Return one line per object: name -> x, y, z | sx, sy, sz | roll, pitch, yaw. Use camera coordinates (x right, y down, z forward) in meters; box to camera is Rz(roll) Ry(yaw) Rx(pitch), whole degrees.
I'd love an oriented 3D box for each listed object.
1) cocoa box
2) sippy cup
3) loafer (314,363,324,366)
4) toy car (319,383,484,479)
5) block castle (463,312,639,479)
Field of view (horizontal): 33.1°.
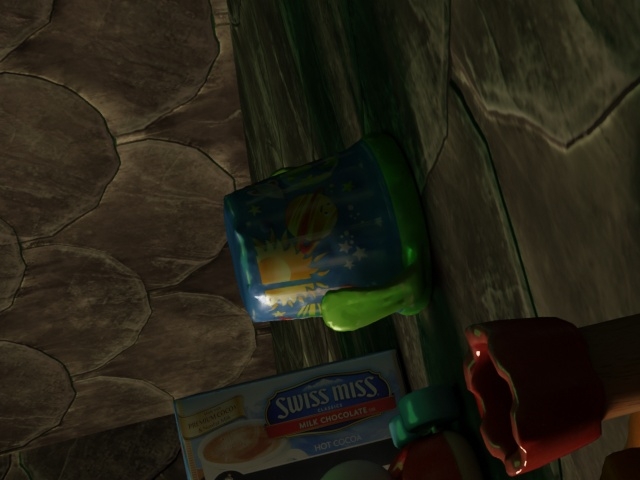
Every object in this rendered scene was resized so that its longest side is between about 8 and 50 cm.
cocoa box -> -0.036, 0.317, 1.659 | 0.231, 0.347, 0.227 | 121, 137, -79
sippy cup -> 0.000, 0.000, 1.358 | 0.305, 0.224, 0.240 | 138, 119, -80
loafer -> 0.072, 0.324, 1.852 | 0.102, 0.092, 0.268 | -25, 91, 41
toy car -> 0.073, 0.322, 1.314 | 0.210, 0.238, 0.219 | 98, 158, -68
block castle -> 0.191, 0.268, 0.529 | 0.453, 0.213, 0.303 | -111, 12, -46
